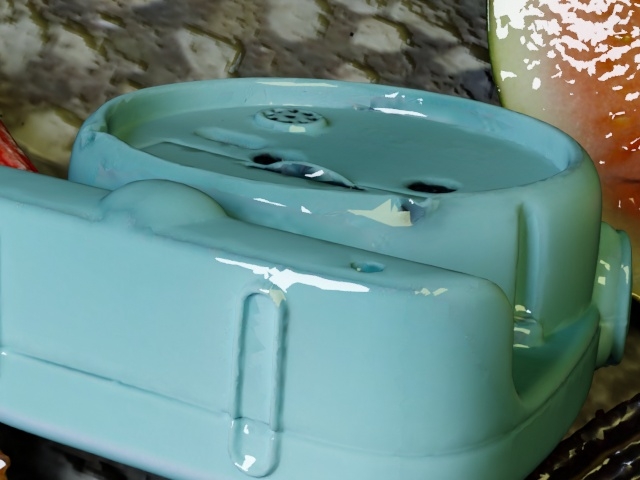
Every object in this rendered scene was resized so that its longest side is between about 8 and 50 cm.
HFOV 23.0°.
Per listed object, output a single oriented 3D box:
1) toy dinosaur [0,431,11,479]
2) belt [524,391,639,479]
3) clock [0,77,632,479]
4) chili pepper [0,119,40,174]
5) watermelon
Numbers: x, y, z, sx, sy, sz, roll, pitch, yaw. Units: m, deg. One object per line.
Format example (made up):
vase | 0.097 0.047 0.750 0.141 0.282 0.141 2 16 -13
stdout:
toy dinosaur | -0.270 -0.010 0.546 0.432 0.097 0.208 50 43 13
belt | 0.166 0.195 0.535 0.184 0.164 0.289 -19 63 -2
clock | 0.000 0.000 0.578 0.223 0.094 0.274 13 20 24
chili pepper | -0.166 -0.045 0.626 0.123 0.073 0.070 52 38 13
watermelon | 0.183 -0.073 0.748 0.303 0.159 0.128 63 23 0
